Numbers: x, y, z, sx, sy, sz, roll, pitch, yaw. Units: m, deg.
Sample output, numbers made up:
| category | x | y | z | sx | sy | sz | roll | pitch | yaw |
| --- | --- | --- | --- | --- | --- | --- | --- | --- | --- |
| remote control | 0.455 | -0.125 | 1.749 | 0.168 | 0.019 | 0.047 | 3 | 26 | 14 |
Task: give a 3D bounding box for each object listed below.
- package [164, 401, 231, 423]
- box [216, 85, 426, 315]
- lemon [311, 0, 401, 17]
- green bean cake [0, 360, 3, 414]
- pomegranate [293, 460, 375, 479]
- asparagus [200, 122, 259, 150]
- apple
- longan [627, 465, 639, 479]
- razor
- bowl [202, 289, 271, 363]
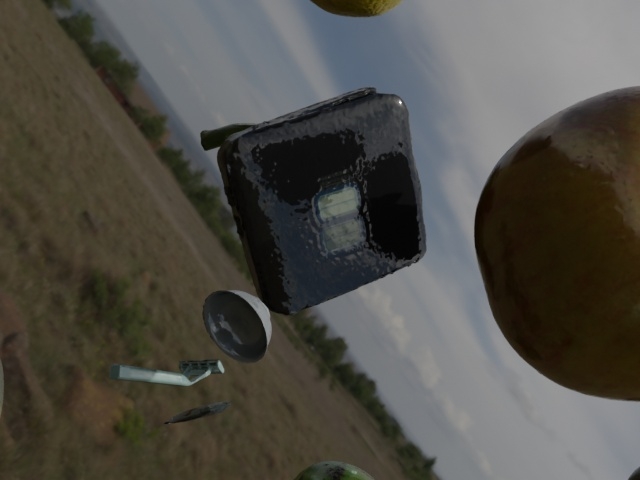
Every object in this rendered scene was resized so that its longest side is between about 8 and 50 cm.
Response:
| category | x | y | z | sx | sy | sz | roll | pitch | yaw |
| --- | --- | --- | --- | --- | --- | --- | --- | --- | --- |
| package | -0.159 | 0.224 | 1.080 | 0.037 | 0.110 | 0.015 | -11 | 81 | -48 |
| box | 0.015 | -0.071 | 1.492 | 0.091 | 0.359 | 0.350 | 26 | -46 | 60 |
| lemon | 0.050 | -0.415 | 1.208 | 0.178 | 0.203 | 0.178 | -175 | -90 | -89 |
| green bean cake | -0.685 | 0.262 | 1.487 | 0.285 | 0.202 | 0.309 | 102 | -18 | -48 |
| pomegranate | -0.005 | 0.475 | 1.421 | 0.263 | 0.211 | 0.211 | 29 | 6 | -21 |
| asparagus | -0.175 | -0.235 | 1.788 | 0.041 | 0.179 | 0.045 | 62 | 19 | -45 |
| apple | 0.390 | 0.000 | 1.022 | 0.400 | 0.400 | 0.333 | 52 | -16 | 22 |
| longan | 0.624 | 0.471 | 1.457 | 0.189 | 0.189 | 0.189 | 53 | -3 | 5 |
| razor | -0.327 | 0.278 | 1.719 | 0.278 | 0.111 | 0.056 | 10 | 76 | -59 |
| bowl | -0.174 | 0.181 | 1.914 | 0.189 | 0.086 | 0.188 | 17 | -58 | 29 |
